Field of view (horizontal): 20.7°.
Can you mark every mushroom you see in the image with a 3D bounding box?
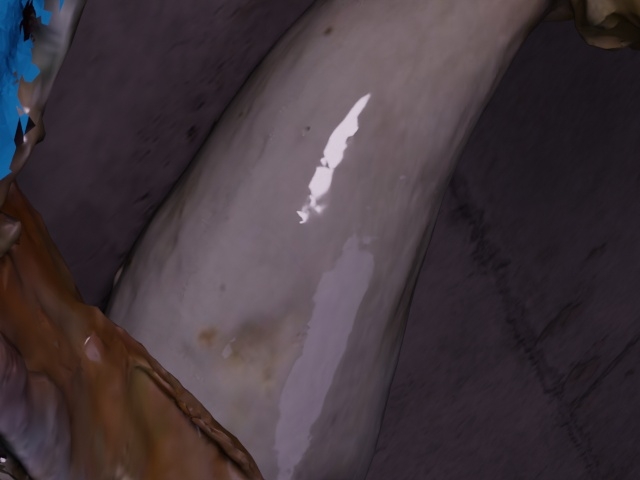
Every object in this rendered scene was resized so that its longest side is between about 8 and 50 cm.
[{"bbox_3d":[0.000,0.000,0.572,0.270,0.103,0.118,-61,155,11],"label":"mushroom"}]

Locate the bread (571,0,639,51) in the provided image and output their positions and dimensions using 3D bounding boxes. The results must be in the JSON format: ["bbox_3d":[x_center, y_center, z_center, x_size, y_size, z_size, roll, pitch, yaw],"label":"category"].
[{"bbox_3d":[0.232,-0.224,0.493,0.370,0.191,0.314,-37,143,-27],"label":"bread"}]

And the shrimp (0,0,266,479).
[{"bbox_3d":[-0.092,0.081,0.466,0.221,0.110,0.446,-3,130,-17],"label":"shrimp"}]
